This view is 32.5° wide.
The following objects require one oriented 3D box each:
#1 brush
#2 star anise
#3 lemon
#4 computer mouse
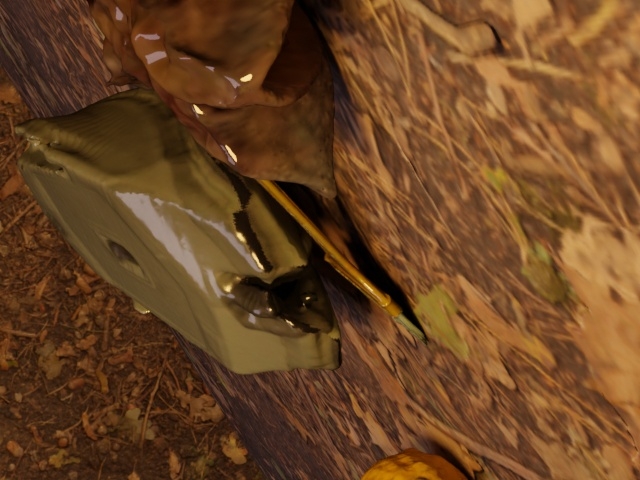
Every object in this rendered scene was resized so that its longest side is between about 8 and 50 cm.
[{"bbox_3d":[0.000,0.000,0.748,0.218,0.010,0.082,46,176,-41],"label":"brush"},{"bbox_3d":[-0.087,-0.152,0.616,0.315,0.108,0.315,51,163,23],"label":"star anise"},{"bbox_3d":[0.079,0.233,0.921,0.114,0.114,0.155,51,159,21],"label":"lemon"},{"bbox_3d":[-0.112,-0.024,0.936,0.429,0.145,0.228,23,147,51],"label":"computer mouse"}]
